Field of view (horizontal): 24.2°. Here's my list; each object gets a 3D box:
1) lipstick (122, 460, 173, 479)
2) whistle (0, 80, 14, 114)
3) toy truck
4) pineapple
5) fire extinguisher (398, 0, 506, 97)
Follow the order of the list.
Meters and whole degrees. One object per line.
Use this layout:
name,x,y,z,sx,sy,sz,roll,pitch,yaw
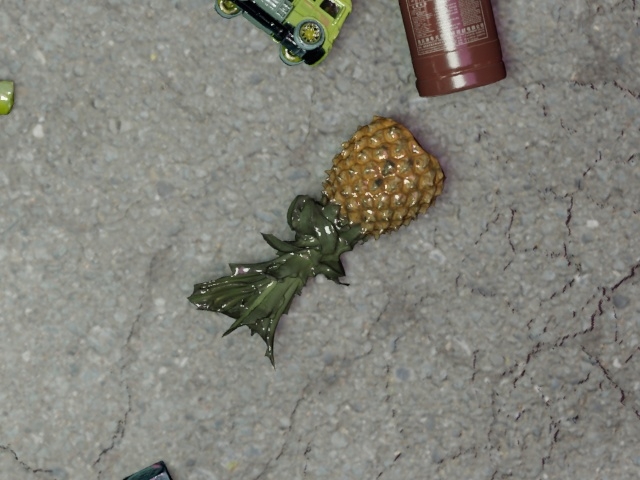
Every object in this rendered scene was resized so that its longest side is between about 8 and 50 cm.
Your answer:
lipstick,-0.118,0.380,1.550,0.051,0.051,0.312,-25,100,-9
whistle,-0.401,-0.146,1.456,0.198,0.057,0.104,0,106,-17
toy truck,-0.046,-0.259,1.497,0.169,0.077,0.100,36,74,-8
pineapple,0.000,0.000,1.501,0.119,0.130,0.277,44,88,2
fire extinguisher,0.121,-0.286,1.511,0.105,0.105,0.269,-14,98,-9
